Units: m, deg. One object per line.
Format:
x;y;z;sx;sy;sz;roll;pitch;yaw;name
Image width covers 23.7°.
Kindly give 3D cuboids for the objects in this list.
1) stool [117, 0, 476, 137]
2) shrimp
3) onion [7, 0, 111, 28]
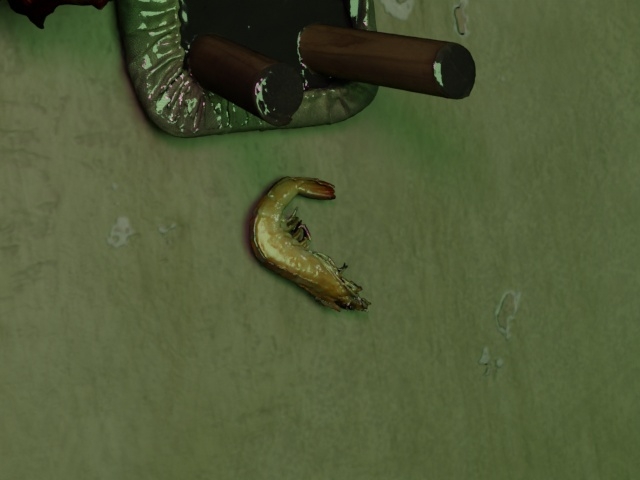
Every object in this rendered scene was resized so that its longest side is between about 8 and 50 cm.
-0.025;-0.267;1.540;0.310;0.226;0.310;-11;96;-34;stool
-0.001;0.000;1.670;0.178;0.034;0.124;32;67;-24;shrimp
-0.273;-0.371;1.325;0.341;0.341;0.341;0;90;-33;onion
